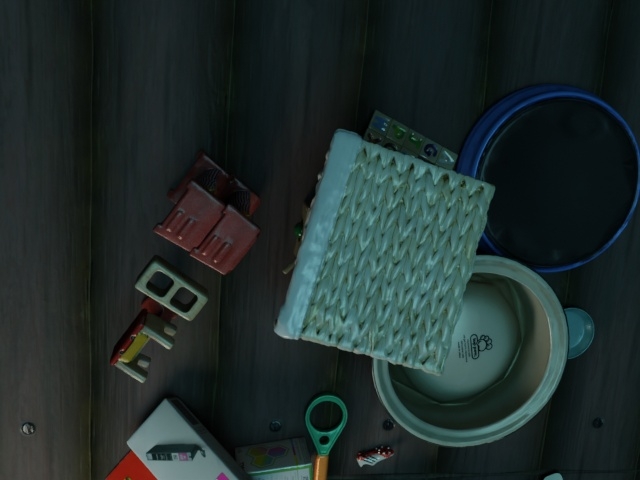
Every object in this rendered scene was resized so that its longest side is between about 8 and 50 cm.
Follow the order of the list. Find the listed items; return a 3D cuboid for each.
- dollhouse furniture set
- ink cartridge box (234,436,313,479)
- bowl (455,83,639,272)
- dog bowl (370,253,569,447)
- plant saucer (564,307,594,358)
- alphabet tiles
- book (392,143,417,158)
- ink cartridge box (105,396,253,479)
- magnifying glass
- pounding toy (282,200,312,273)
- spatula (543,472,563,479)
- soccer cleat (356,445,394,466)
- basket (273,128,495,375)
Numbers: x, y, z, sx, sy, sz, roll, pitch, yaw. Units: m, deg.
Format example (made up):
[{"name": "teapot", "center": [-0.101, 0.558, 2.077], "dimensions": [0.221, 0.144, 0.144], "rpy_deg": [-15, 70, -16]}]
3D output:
[{"name": "dollhouse furniture set", "center": [-0.273, 0.044, 1.347], "dimensions": [0.152, 0.201, 0.374], "rpy_deg": [36, 102, -16]}, {"name": "ink cartridge box", "center": [-0.125, 0.475, 1.519], "dimensions": [0.209, 0.109, 0.062], "rpy_deg": [-7, 105, -7]}, {"name": "bowl", "center": [0.468, -0.118, 1.487], "dimensions": [0.391, 0.077, 0.391], "rpy_deg": [-2, 105, -9]}, {"name": "dog bowl", "center": [0.286, 0.207, 1.501], "dimensions": [0.408, 0.150, 0.408], "rpy_deg": [-2, 104, -9]}, {"name": "plant saucer", "center": [0.541, 0.201, 1.607], "dimensions": [0.119, 0.021, 0.119], "rpy_deg": [-2, 104, -8]}, {"name": "alphabet tiles", "center": [0.146, -0.105, 1.424], "dimensions": [0.198, 0.009, 0.237], "rpy_deg": [25, 80, -17]}, {"name": "book", "center": [0.181, -0.114, 1.462], "dimensions": [0.144, 0.035, 0.096], "rpy_deg": [33, 92, -16]}, {"name": "ink cartridge box", "center": [-0.285, 0.492, 1.455], "dimensions": [0.275, 0.060, 0.239], "rpy_deg": [43, 94, 16]}, {"name": "magnifying glass", "center": [0.006, 0.436, 1.576], "dimensions": [0.092, 0.026, 0.231], "rpy_deg": [3, 104, -10]}, {"name": "pounding toy", "center": [0.000, 0.000, 1.424], "dimensions": [0.141, 0.100, 0.130], "rpy_deg": [9, 102, -12]}, {"name": "spatula", "center": [0.508, 0.667, 1.722], "dimensions": [0.168, 0.019, 0.242], "rpy_deg": [-17, 106, -6]}, {"name": "soccer cleat", "center": [0.121, 0.475, 1.605], "dimensions": [0.083, 0.029, 0.036], "rpy_deg": [-11, 114, -4]}, {"name": "basket", "center": [0.091, 0.025, 1.220], "dimensions": [0.266, 0.328, 0.331], "rpy_deg": [15, 86, -2]}]
